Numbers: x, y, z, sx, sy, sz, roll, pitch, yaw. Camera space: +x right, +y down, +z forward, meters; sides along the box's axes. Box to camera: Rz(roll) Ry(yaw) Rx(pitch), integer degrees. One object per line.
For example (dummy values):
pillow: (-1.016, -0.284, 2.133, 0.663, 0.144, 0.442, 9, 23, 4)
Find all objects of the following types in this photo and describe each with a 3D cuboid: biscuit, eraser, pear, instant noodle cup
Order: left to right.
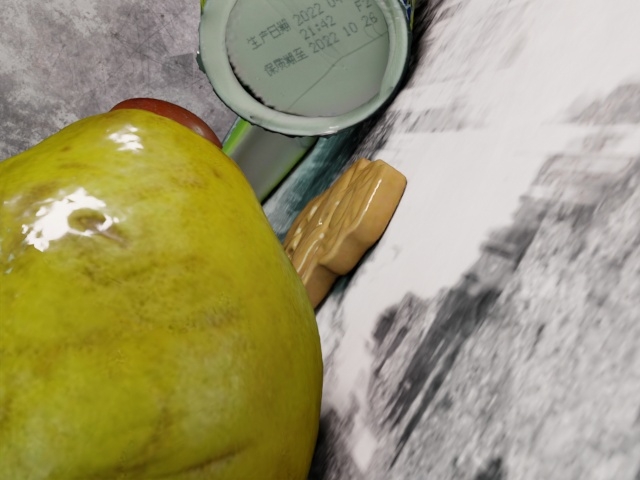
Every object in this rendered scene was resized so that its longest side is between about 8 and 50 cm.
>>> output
pear: (-0.122, 0.091, 0.547, 0.269, 0.269, 0.321, 178, 110, -77)
eraser: (-0.062, -0.160, 1.389, 0.274, 0.092, 0.210, -45, 16, 56)
instant noodle cup: (-0.009, -0.263, 1.033, 0.284, 0.284, 0.312, -52, 21, 31)
biscuit: (-0.001, 0.003, 0.806, 0.144, 0.040, 0.236, -69, 12, -23)

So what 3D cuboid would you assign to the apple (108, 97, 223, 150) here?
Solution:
apple: (-0.345, -0.110, 2.031, 0.348, 0.277, 0.348, -55, 12, 17)
